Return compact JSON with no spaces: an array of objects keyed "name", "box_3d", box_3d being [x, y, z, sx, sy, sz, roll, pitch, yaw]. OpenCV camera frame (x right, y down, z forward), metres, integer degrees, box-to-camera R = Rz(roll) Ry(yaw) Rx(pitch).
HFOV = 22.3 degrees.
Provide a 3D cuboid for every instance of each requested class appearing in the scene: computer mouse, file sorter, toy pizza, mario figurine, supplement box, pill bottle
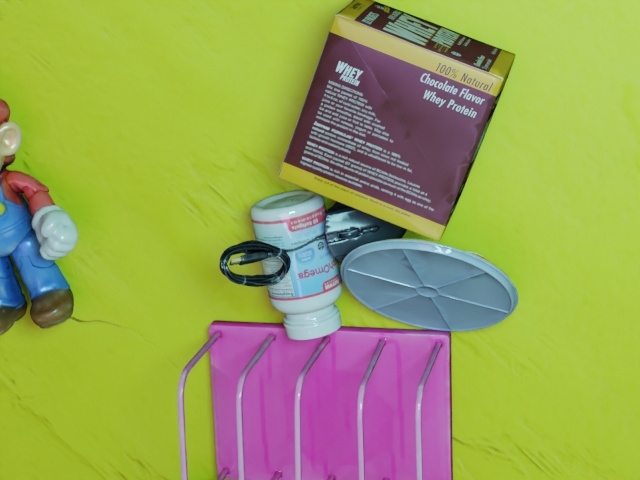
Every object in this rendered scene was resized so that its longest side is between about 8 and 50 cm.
[{"name":"computer mouse","box_3d":[0.000,0.000,1.801,0.242,0.041,0.071,-20,108,-26]},{"name":"file sorter","box_3d":[-0.005,0.222,1.873,0.291,0.182,0.202,2,107,13]},{"name":"toy pizza","box_3d":[0.123,0.044,1.816,0.201,0.032,0.201,11,152,6]},{"name":"mario figurine","box_3d":[-0.406,-0.032,1.888,0.198,0.170,0.320,-25,112,-16]},{"name":"supplement box","box_3d":[0.085,-0.136,1.767,0.191,0.129,0.194,22,111,5]},{"name":"pill bottle","box_3d":[-0.023,0.029,1.867,0.087,0.087,0.160,-8,106,15]}]
